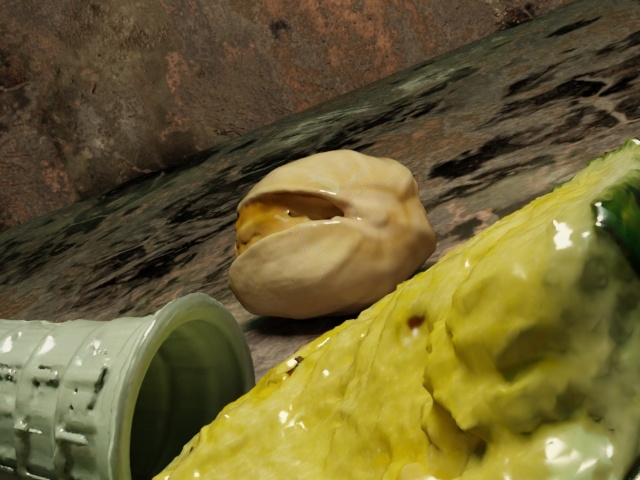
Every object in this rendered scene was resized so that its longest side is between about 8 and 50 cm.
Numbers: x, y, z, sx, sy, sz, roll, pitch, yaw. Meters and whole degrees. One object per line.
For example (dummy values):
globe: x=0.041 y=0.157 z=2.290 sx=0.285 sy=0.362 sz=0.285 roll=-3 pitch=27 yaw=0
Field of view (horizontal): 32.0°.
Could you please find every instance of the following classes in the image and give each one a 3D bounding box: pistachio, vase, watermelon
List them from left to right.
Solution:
vase: x=-0.202 y=0.093 z=0.656 sx=0.299 sy=0.143 sz=0.143 roll=3 pitch=24 yaw=24
pistachio: x=0.000 y=0.000 z=1.035 sx=0.229 sy=0.157 sz=0.157 roll=-17 pitch=14 yaw=46
watermelon: x=0.025 y=0.126 z=0.419 sx=0.331 sy=0.189 sz=0.331 roll=-32 pitch=-6 yaw=-4
